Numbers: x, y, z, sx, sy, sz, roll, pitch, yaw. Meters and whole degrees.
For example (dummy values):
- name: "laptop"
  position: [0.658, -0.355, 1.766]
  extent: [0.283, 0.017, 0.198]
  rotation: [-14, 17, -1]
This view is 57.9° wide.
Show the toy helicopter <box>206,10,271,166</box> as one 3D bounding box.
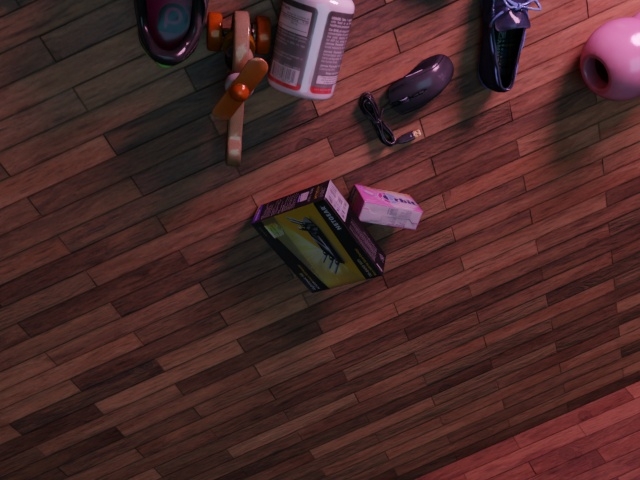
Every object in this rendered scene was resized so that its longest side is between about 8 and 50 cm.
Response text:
- name: "toy helicopter"
  position: [-0.184, -0.326, 1.303]
  extent: [0.140, 0.235, 0.355]
  rotation: [0, 121, -14]

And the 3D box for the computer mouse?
- name: "computer mouse"
  position: [0.247, -0.349, 1.502]
  extent: [0.261, 0.060, 0.184]
  rotation: [-28, 123, 4]

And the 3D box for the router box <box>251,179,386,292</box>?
- name: "router box"
  position: [0.000, 0.000, 1.583]
  extent: [0.242, 0.081, 0.309]
  rotation: [-17, 128, 31]

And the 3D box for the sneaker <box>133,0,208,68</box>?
- name: "sneaker"
  position: [-0.274, -0.576, 1.147]
  extent: [0.185, 0.202, 0.483]
  rotation: [1, 121, -15]

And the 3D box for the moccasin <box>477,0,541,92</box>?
- name: "moccasin"
  position: [0.469, -0.533, 1.410]
  extent: [0.137, 0.117, 0.342]
  rotation: [-13, 123, -6]

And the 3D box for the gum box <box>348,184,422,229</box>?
- name: "gum box"
  position: [0.185, -0.092, 1.615]
  extent: [0.188, 0.107, 0.062]
  rotation: [9, 119, -19]

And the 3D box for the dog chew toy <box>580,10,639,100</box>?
- name: "dog chew toy"
  position: [0.843, -0.501, 1.485]
  extent: [0.331, 0.207, 0.207]
  rotation: [-29, 124, -6]

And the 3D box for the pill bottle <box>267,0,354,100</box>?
- name: "pill bottle"
  position: [-0.015, -0.476, 1.298]
  extent: [0.161, 0.161, 0.284]
  rotation: [7, 119, -18]
